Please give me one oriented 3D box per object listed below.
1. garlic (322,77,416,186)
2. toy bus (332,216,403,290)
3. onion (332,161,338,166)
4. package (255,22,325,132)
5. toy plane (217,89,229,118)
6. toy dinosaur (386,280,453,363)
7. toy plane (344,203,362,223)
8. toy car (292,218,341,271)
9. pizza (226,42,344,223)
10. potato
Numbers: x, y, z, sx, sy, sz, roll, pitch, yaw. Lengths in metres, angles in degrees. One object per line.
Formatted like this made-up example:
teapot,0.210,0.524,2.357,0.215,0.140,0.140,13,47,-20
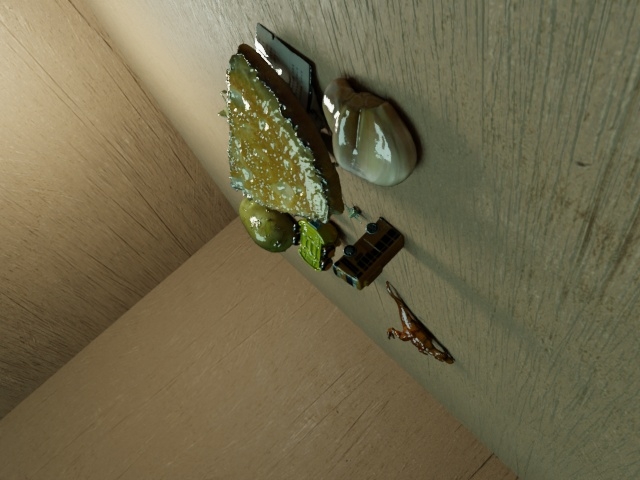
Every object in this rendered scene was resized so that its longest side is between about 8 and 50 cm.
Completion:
garlic,0.093,-0.190,0.939,0.217,0.110,0.228,36,164,33
toy bus,0.138,0.045,1.326,0.114,0.201,0.098,41,167,22
onion,-0.017,-0.215,1.271,0.140,0.150,0.150,15,-175,-28
package,-0.080,-0.363,1.118,0.204,0.062,0.251,41,163,23
toy plane,-0.261,-0.392,1.580,0.256,0.104,0.242,42,165,25
toy dinosaur,0.347,0.352,1.871,0.432,0.097,0.208,45,155,-6
toy plane,0.103,-0.085,1.448,0.080,0.033,0.083,47,176,-2
toy car,0.000,0.000,1.847,0.200,0.142,0.248,42,148,23
pizza,-0.086,-0.204,1.148,0.392,0.080,0.435,39,145,23
potato,-0.287,-0.098,2.395,0.359,0.219,0.270,47,176,18
